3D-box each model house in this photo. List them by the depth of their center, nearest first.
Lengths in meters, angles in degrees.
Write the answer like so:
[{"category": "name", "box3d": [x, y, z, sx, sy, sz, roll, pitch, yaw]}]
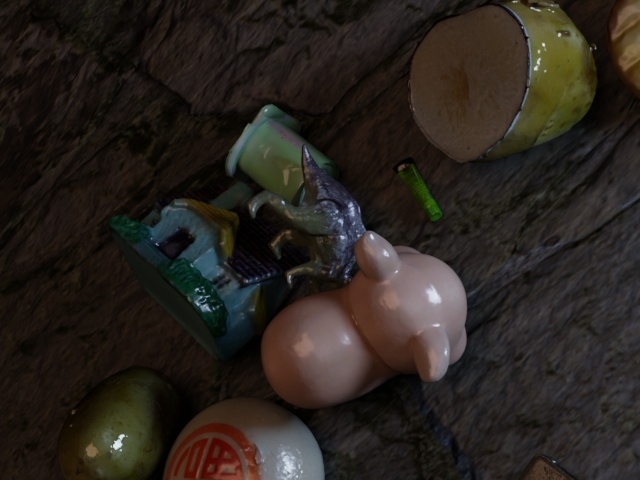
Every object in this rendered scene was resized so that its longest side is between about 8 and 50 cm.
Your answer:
[{"category": "model house", "box3d": [-0.164, 0.020, 2.135, 0.249, 0.230, 0.280, -41, 59, -15]}]

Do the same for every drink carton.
[{"category": "drink carton", "box3d": [-0.056, -0.122, 2.141, 0.142, 0.146, 0.144, 41, 99, 24]}]

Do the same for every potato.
[{"category": "potato", "box3d": [0.291, -0.242, 1.950, 0.300, 0.196, 0.246, -11, 83, 57]}, {"category": "potato", "box3d": [-0.330, 0.318, 2.089, 0.210, 0.307, 0.173, -38, 97, 13]}]

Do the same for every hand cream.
[{"category": "hand cream", "box3d": [0.159, -0.084, 2.065, 0.036, 0.023, 0.122, -34, 61, 7]}]

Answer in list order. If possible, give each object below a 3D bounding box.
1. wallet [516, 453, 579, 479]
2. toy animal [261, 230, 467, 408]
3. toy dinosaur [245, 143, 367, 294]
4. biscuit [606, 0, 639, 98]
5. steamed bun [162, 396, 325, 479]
[{"category": "wallet", "box3d": [0.357, 0.401, 1.805, 0.198, 0.031, 0.110, 38, 96, 32]}, {"category": "toy animal", "box3d": [0.069, 0.133, 1.924, 0.326, 0.269, 0.237, -23, 82, -19]}, {"category": "toy dinosaur", "box3d": [0.000, 0.000, 2.047, 0.162, 0.077, 0.294, -28, 103, 2]}, {"category": "biscuit", "box3d": [0.541, -0.329, 1.872, 0.213, 0.091, 0.274, 45, 102, 29]}, {"category": "steamed bun", "box3d": [-0.137, 0.385, 2.011, 0.283, 0.177, 0.283, -9, 71, 28]}]
